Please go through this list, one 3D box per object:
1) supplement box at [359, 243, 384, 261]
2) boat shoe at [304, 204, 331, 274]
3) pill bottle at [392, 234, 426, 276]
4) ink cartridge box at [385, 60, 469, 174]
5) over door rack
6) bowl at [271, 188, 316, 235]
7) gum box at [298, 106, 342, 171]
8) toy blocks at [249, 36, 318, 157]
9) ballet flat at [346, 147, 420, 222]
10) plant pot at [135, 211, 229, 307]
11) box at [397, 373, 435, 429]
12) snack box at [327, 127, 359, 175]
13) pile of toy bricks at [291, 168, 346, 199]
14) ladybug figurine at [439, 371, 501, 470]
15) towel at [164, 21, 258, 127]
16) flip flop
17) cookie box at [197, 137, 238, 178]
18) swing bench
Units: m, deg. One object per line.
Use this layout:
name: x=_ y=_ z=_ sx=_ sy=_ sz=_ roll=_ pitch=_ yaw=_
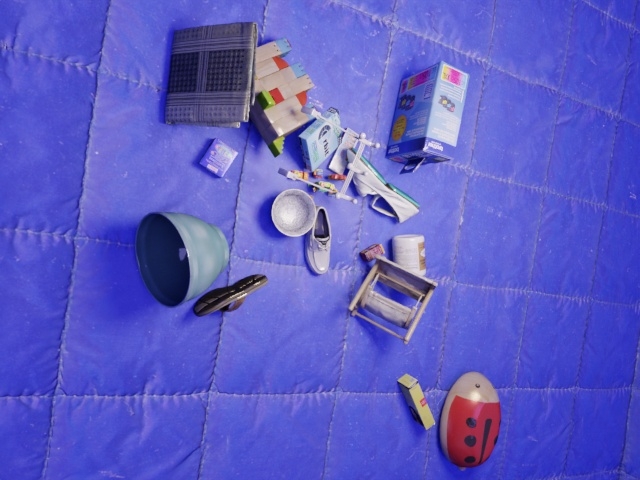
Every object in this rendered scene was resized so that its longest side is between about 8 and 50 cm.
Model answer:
supplement box: x=0.208 y=0.049 z=1.746 sx=0.083 sy=0.055 sz=0.043 roll=-29 pitch=104 yaw=-20
boat shoe: x=0.000 y=0.000 z=1.630 sx=0.096 sy=0.088 sz=0.267 roll=-2 pitch=94 yaw=-24
pill bottle: x=0.366 y=0.095 z=1.779 sx=0.131 sy=0.131 sz=0.229 roll=-8 pitch=97 yaw=-24
ink cartridge box: x=0.404 y=-0.444 z=1.679 sx=0.151 sy=0.270 sz=0.395 roll=10 pitch=89 yaw=-23
over door rack: x=0.045 y=-0.276 z=1.475 sx=0.324 sy=0.108 sz=0.239 roll=17 pitch=98 yaw=-35
bowl: x=-0.109 y=-0.102 z=1.578 sx=0.170 sy=0.080 sz=0.170 roll=-2 pitch=95 yaw=-25
gum box: x=0.004 y=-0.365 z=1.567 sx=0.184 sy=0.041 sz=0.157 roll=-48 pitch=152 yaw=-24
toy blocks: x=-0.145 y=-0.519 z=1.494 sx=0.261 sy=0.191 sz=0.381 roll=-37 pitch=100 yaw=-31
ballet flat: x=0.225 y=-0.198 z=1.704 sx=0.400 sy=0.139 sz=0.139 roll=36 pitch=79 yaw=-23
plant pot: x=-0.417 y=0.044 z=1.364 sx=0.196 sy=0.293 sz=0.293 roll=-15 pitch=101 yaw=-49
box: x=0.416 y=0.699 z=1.873 sx=0.058 sy=0.087 sz=0.232 roll=-28 pitch=104 yaw=-20
snack box: x=0.091 y=-0.345 z=1.681 sx=0.064 sy=0.022 sz=0.178 roll=28 pitch=82 yaw=-24
pile of toy bricks: x=-0.001 y=-0.207 z=1.604 sx=0.212 sy=0.105 sz=0.118 roll=4 pitch=92 yaw=-24
ladybug figurine: x=0.698 y=0.835 z=1.968 sx=0.305 sy=0.162 sz=0.449 roll=7 pitch=91 yaw=-25
towel: x=-0.341 y=-0.514 z=1.356 sx=0.056 sy=0.324 sz=0.312 roll=4 pitch=93 yaw=-67
flip flop: x=-0.306 y=0.202 z=1.509 sx=0.277 sy=0.112 sz=0.080 roll=-25 pitch=118 yaw=-26
cookie box: x=-0.351 y=-0.281 z=1.476 sx=0.092 sy=0.040 sz=0.107 roll=35 pitch=80 yaw=-23
swing bench: x=0.279 y=0.226 z=1.674 sx=0.253 sy=0.165 sz=0.254 roll=27 pitch=78 yaw=15
